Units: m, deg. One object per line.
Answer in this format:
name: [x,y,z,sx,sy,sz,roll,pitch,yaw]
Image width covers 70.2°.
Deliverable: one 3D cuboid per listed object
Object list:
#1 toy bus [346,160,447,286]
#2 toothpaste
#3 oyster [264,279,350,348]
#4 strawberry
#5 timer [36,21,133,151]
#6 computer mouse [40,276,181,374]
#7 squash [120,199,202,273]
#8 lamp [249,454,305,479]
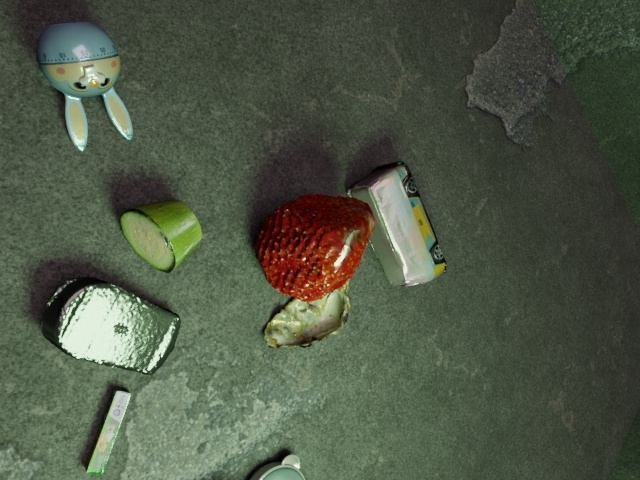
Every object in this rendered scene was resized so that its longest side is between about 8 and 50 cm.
toy bus: [0.231,-0.032,1.392,0.163,0.171,0.385,-29,102,-18]
toothpaste: [-0.472,0.421,1.011,0.037,0.043,0.178,22,76,-25]
oyster: [-0.031,0.206,1.272,0.295,0.094,0.166,-20,79,-20]
strawberry: [0.000,0.000,1.140,0.267,0.351,0.312,44,73,-13]
timer: [-0.496,-0.338,0.973,0.176,0.175,0.255,-21,99,-30]
computer mouse: [-0.460,0.189,1.011,0.295,0.087,0.168,36,73,-37]
squash: [-0.355,-0.018,1.044,0.123,0.170,0.170,-38,106,-39]
lamp: [-0.128,0.683,1.165,0.246,0.108,0.179,-30,98,-28]
